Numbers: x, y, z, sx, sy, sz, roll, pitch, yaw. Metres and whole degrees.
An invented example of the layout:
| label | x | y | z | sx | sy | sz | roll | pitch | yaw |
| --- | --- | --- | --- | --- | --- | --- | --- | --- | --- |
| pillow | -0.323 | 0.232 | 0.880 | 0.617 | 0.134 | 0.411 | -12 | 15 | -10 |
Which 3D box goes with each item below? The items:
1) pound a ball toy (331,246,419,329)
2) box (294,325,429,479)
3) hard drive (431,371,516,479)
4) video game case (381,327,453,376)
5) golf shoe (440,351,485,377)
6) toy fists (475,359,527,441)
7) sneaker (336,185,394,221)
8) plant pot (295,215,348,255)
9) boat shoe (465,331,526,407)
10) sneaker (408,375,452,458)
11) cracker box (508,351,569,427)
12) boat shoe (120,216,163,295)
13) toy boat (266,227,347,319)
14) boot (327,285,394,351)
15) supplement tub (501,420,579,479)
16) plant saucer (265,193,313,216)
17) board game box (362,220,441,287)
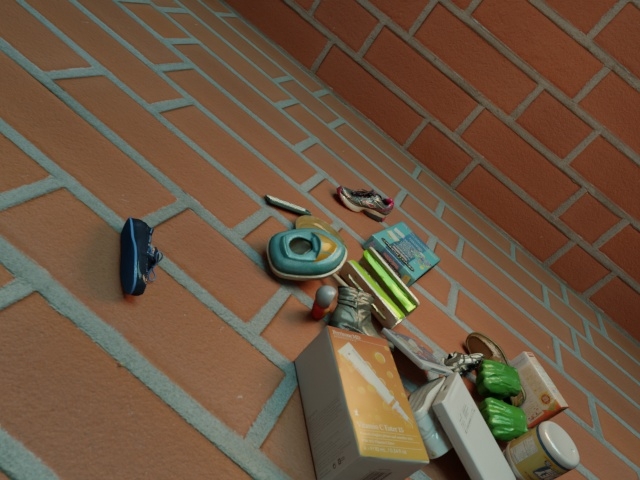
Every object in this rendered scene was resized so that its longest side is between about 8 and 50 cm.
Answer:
| label | x | y | z | sx | sy | sz | roll | pitch | yaw |
| --- | --- | --- | --- | --- | --- | --- | --- | --- | --- |
| pound a ball toy | 0.155 | 0.174 | 1.684 | 0.208 | 0.135 | 0.319 | -30 | 70 | -32 |
| box | 0.090 | 0.417 | 1.211 | 0.215 | 0.168 | 0.345 | 19 | 35 | -31 |
| hard drive | 0.445 | 0.582 | 1.380 | 0.353 | 0.047 | 0.233 | 62 | 26 | 7 |
| video game case | 0.316 | 0.366 | 1.574 | 0.183 | 0.023 | 0.201 | 26 | 8 | -41 |
| golf shoe | 0.514 | 0.430 | 1.735 | 0.198 | 0.077 | 0.094 | -9 | 43 | -40 |
| toy fists | 0.603 | 0.541 | 1.641 | 0.142 | 0.096 | 0.279 | 18 | 51 | -12 |
| sneaker | 0.203 | -0.192 | 2.217 | 0.299 | 0.112 | 0.121 | 19 | 36 | -30 |
| plant pot | 0.000 | 0.000 | 1.814 | 0.236 | 0.032 | 0.236 | 27 | 31 | -18 |
| boat shoe | 0.646 | 0.478 | 1.798 | 0.104 | 0.110 | 0.307 | 0 | 47 | -49 |
| sneaker | 0.341 | 0.528 | 1.428 | 0.169 | 0.108 | 0.292 | 60 | 29 | 7 |
| cracker box | 0.785 | 0.556 | 1.800 | 0.067 | 0.155 | 0.232 | 13 | 39 | -38 |
| boat shoe | -0.443 | 0.032 | 1.211 | 0.089 | 0.109 | 0.258 | 20 | 37 | -36 |
| toy boat | -0.021 | 0.085 | 1.513 | 0.268 | 0.148 | 0.318 | -6 | 57 | -19 |
| boot | 0.147 | 0.245 | 1.518 | 0.246 | 0.083 | 0.161 | 28 | 66 | -17 |
| supplement tub | 0.667 | 0.665 | 1.478 | 0.144 | 0.199 | 0.144 | 27 | 32 | -19 |
| plant saucer | -0.123 | -0.133 | 1.853 | 0.192 | 0.018 | 0.067 | 19 | 12 | -32 |
| board game box | 0.357 | 0.057 | 2.083 | 0.254 | 0.079 | 0.336 | 47 | 31 | 14 |
